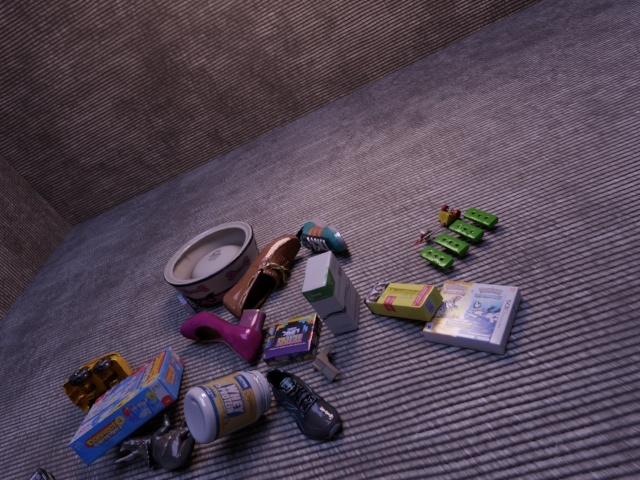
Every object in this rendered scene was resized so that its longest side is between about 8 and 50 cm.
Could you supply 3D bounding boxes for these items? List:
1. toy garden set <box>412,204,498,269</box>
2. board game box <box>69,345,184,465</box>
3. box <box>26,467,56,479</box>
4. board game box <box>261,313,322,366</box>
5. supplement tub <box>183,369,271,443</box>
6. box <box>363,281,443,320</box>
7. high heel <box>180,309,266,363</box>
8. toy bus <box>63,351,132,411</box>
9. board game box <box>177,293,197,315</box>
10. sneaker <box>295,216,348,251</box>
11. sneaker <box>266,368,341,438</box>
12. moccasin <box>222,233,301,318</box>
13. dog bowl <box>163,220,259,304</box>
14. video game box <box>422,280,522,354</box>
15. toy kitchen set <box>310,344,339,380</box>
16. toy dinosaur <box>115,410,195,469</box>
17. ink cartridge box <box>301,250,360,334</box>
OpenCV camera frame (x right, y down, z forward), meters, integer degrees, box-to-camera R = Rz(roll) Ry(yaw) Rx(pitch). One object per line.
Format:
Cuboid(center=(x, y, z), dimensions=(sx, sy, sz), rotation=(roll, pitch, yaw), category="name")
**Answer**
Cuboid(center=(0.415, -0.015, 1.423), dimensions=(0.244, 0.049, 0.203), rotation=(-40, 35, -12), category="toy garden set")
Cuboid(center=(-0.596, 0.506, 1.405), dimensions=(0.301, 0.086, 0.308), rotation=(-37, 12, -9), category="board game box")
Cuboid(center=(-0.892, 0.850, 1.299), dimensions=(0.216, 0.060, 0.270), rotation=(6, 48, 43), category="box")
Cuboid(center=(-0.088, 0.313, 1.384), dimensions=(0.170, 0.048, 0.141), rotation=(-16, 34, 22), category="board game box")
Cuboid(center=(-0.247, 0.439, 1.185), dimensions=(0.199, 0.145, 0.144), rotation=(-9, 13, -42), category="supplement tub")
Cuboid(center=(0.232, 0.172, 1.263), dimensions=(0.087, 0.058, 0.232), rotation=(-48, 24, -26), category="box")
Cuboid(center=(-0.361, 0.341, 1.507), dimensions=(0.377, 0.127, 0.181), rotation=(-16, 41, 29), category="high heel")
Cuboid(center=(-0.801, 0.496, 1.652), dimensions=(0.220, 0.150, 0.211), rotation=(-28, 16, 1), category="toy bus")
Cuboid(center=(-0.530, 0.266, 1.768), dimensions=(0.020, 0.090, 0.090), rotation=(-41, 34, -15), category="board game box")
Cuboid(center=(0.000, 0.000, 1.693), dimensions=(0.121, 0.108, 0.302), rotation=(-38, 25, -10), category="sneaker")
Cuboid(center=(-0.058, 0.424, 1.158), dimensions=(0.267, 0.106, 0.101), rotation=(16, 53, 48), category="sneaker")
Cuboid(center=(-0.198, 0.129, 1.642), dimensions=(0.146, 0.139, 0.380), rotation=(18, 54, 43), category="moccasin")
Cuboid(center=(-0.435, 0.098, 1.841), dimensions=(0.407, 0.150, 0.408), rotation=(-19, 31, 12), category="dog bowl")
Cuboid(center=(0.397, 0.193, 1.153), dimensions=(0.205, 0.048, 0.187), rotation=(1, 42, 40), category="video game box")
Cuboid(center=(0.019, 0.359, 1.258), dimensions=(0.068, 0.075, 0.083), rotation=(-58, -16, 24), category="toy kitchen set")
Cuboid(center=(-0.415, 0.582, 1.253), dimensions=(0.313, 0.121, 0.161), rotation=(-5, 52, 28), category="toy dinosaur")
Cuboid(center=(0.037, 0.162, 1.340), dimensions=(0.086, 0.208, 0.153), rotation=(-20, 33, 22), category="ink cartridge box")
